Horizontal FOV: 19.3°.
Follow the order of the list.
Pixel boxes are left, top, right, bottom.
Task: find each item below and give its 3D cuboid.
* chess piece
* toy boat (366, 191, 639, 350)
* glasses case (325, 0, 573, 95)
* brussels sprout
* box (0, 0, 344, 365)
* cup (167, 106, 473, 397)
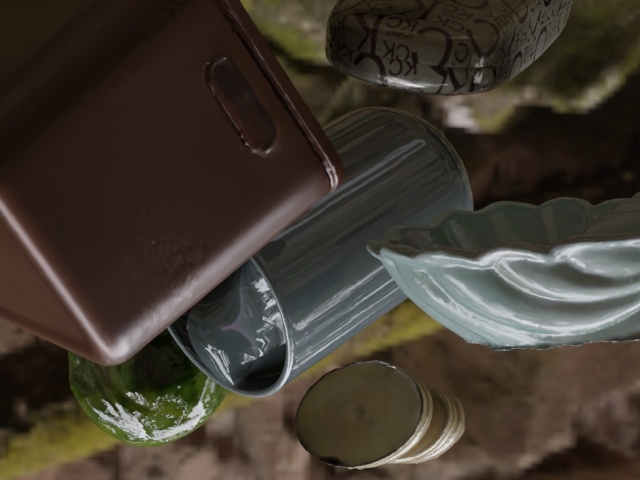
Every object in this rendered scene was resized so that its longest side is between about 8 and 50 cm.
[{"bbox_3d":[0.098,0.205,2.146,0.124,0.139,0.307,43,-171,22],"label":"chess piece"},{"bbox_3d":[0.176,0.021,1.412,0.290,0.100,0.199,-4,-169,40],"label":"toy boat"},{"bbox_3d":[0.110,-0.180,1.518,0.137,0.085,0.354,13,-160,16],"label":"glasses case"},{"bbox_3d":[-0.223,0.124,2.456,0.219,0.271,0.210,-31,178,28],"label":"brussels sprout"},{"bbox_3d":[-0.196,-0.079,1.427,0.229,0.239,0.339,-43,-149,-21],"label":"box"},{"bbox_3d":[0.000,0.000,1.907,0.205,0.205,0.312,16,-144,43],"label":"cup"}]
